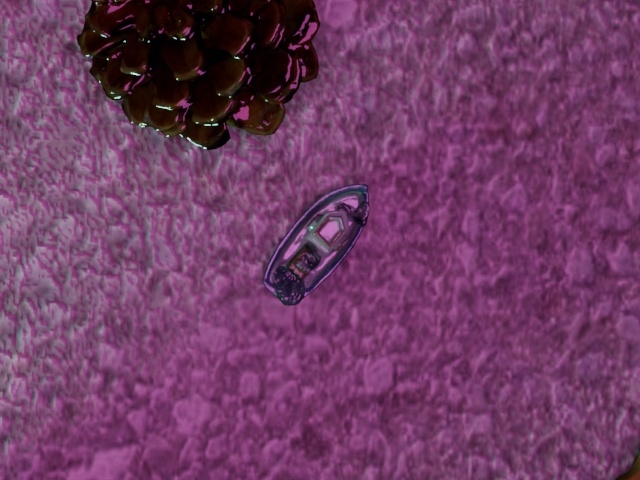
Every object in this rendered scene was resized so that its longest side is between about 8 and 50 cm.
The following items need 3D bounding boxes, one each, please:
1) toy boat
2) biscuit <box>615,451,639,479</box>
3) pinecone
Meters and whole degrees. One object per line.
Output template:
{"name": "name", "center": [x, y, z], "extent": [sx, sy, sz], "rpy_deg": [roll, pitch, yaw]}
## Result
{"name": "toy boat", "center": [0.000, 0.000, 1.310], "extent": [0.059, 0.066, 0.140], "rpy_deg": [40, 87, -2]}
{"name": "biscuit", "center": [0.452, 0.331, 1.377], "extent": [0.312, 0.057, 0.351], "rpy_deg": [-16, 94, -4]}
{"name": "pinecone", "center": [-0.120, -0.192, 1.222], "extent": [0.221, 0.221, 0.221], "rpy_deg": [0, 92, -6]}
